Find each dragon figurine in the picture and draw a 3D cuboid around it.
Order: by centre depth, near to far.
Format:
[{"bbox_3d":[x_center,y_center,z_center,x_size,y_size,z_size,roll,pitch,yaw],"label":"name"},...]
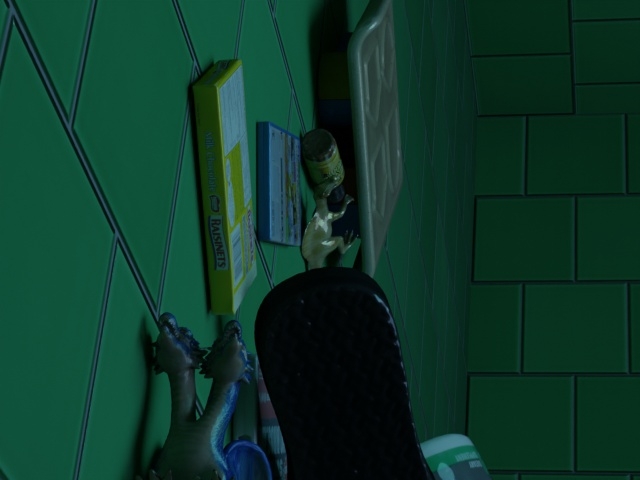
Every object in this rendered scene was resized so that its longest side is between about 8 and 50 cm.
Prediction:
[{"bbox_3d":[-0.084,0.200,1.315,0.144,0.085,0.289,-68,154,-65],"label":"dragon figurine"}]

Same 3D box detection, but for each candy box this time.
[{"bbox_3d":[-0.082,-0.048,1.515,0.105,0.027,0.205,-69,157,-71],"label":"candy box"}]

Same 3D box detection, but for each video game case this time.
[{"bbox_3d":[-0.053,0.255,1.675,0.204,0.025,0.285,30,60,-79],"label":"video game case"},{"bbox_3d":[-0.042,-0.056,1.789,0.166,0.015,0.119,13,76,-80],"label":"video game case"}]

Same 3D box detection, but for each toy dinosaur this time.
[{"bbox_3d":[0.000,0.000,1.980,0.092,0.053,0.183,-36,135,-57],"label":"toy dinosaur"}]

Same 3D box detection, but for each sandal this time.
[{"bbox_3d":[0.031,0.218,1.657,0.107,0.168,0.445,-111,-166,-64],"label":"sandal"}]

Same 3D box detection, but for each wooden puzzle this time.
[{"bbox_3d":[0.052,-0.152,2.189,0.322,0.081,0.347,-67,159,-66],"label":"wooden puzzle"}]

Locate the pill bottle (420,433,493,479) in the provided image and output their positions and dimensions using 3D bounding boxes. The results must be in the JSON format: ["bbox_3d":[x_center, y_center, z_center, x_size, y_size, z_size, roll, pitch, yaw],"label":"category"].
[{"bbox_3d":[0.164,0.425,2.007,0.361,0.204,0.204,63,2,17],"label":"pill bottle"}]

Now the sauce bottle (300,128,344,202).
[{"bbox_3d":[0.007,-0.083,1.994,0.128,0.042,0.042,65,26,-64],"label":"sauce bottle"}]
